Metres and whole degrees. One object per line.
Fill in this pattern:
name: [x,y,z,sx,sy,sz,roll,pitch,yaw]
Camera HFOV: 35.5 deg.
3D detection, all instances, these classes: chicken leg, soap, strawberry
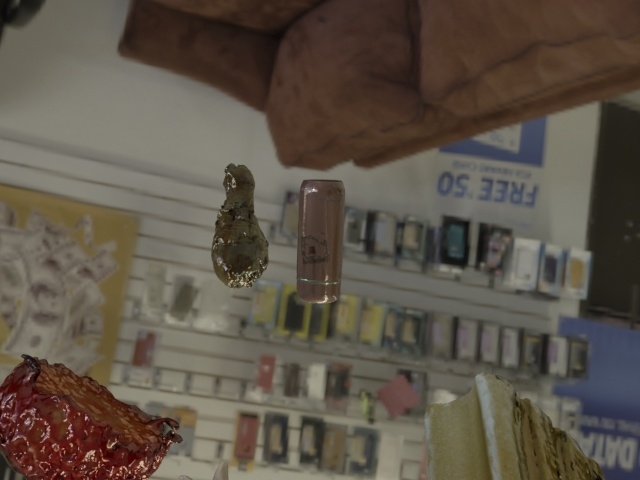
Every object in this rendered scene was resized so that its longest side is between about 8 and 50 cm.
chicken leg: [-0.110,-0.020,1.362,0.085,0.197,0.069,9,146,-22]
soap: [0.157,0.245,0.701,0.089,0.274,0.173,-36,118,24]
strawberry: [-0.187,0.151,0.773,0.145,0.086,0.145,27,170,5]

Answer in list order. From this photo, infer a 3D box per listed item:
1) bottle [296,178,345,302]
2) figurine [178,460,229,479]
bottle: [0.000,0.000,1.150,0.053,0.140,0.053,2,-173,0]
figurine: [-0.093,0.366,1.054,0.127,0.235,0.155,-17,-176,7]
